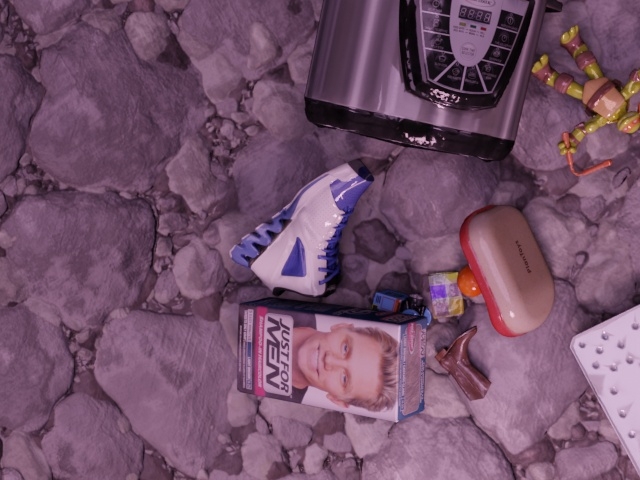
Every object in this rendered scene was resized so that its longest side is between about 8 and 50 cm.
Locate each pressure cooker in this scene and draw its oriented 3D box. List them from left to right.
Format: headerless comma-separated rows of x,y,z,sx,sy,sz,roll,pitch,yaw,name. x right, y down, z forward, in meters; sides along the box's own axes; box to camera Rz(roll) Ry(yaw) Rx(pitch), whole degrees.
0.174,-0.362,1.762,0.376,0.370,0.420,16,98,26,pressure cooker

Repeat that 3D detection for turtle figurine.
0.480,-0.260,1.823,0.217,0.087,0.269,49,114,16,turtle figurine

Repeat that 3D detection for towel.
0.230,0.100,1.966,0.060,0.009,0.083,-5,93,18,towel

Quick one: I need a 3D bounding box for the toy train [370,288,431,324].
0.135,0.180,1.969,0.105,0.080,0.184,16,101,24,toy train

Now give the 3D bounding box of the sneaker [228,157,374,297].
-0.001,0.001,1.979,0.315,0.127,0.182,-39,87,23,sneaker

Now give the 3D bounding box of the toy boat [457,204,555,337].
0.303,0.061,1.891,0.151,0.151,0.231,-26,85,47,toy boat

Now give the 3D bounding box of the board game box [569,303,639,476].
0.686,0.252,1.819,0.390,0.050,0.390,-29,86,17,board game box

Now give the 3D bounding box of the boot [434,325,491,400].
0.278,0.224,1.946,0.114,0.037,0.106,50,119,11,boot

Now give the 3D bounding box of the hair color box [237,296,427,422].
0.015,0.207,1.942,0.347,0.105,0.173,5,96,33,hair color box
